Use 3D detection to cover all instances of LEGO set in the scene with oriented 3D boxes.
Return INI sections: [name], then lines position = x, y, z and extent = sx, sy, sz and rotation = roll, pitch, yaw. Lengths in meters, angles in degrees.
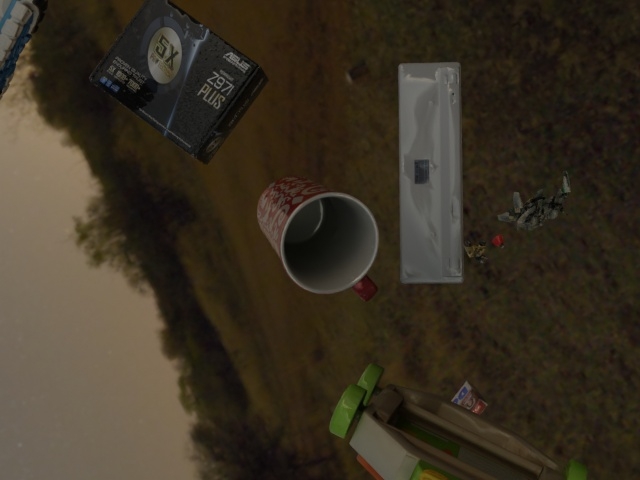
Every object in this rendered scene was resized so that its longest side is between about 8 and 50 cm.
[LEGO set]
position = 0.133, -0.010, 0.600
extent = 0.054, 0.083, 0.023
rotation = 6, -139, -49

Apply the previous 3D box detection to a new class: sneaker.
[sneaker]
position = -0.374, -0.210, 1.003
extent = 0.083, 0.191, 0.071
rotation = 35, -162, -3

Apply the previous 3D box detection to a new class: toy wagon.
[toy wagon]
position = 0.139, 0.228, 0.936
extent = 0.267, 0.068, 0.344
rotation = 24, -172, 11

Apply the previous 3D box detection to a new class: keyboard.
[keyboard]
position = 0.126, -0.079, 1.054
extent = 0.014, 0.072, 0.256
rotation = 27, -118, -78

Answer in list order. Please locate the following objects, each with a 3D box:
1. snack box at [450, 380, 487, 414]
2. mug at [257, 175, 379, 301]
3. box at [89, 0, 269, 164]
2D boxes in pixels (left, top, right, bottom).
[snack box]
position = 0.205, 0.319, 1.515
extent = 0.022, 0.178, 0.064
rotation = 32, -170, -19
[mug]
position = -0.010, 0.001, 1.072
extent = 0.169, 0.113, 0.150
rotation = -139, 36, -68
[box]
position = -0.184, -0.213, 1.214
extent = 0.180, 0.147, 0.077
rotation = 37, 180, 6
